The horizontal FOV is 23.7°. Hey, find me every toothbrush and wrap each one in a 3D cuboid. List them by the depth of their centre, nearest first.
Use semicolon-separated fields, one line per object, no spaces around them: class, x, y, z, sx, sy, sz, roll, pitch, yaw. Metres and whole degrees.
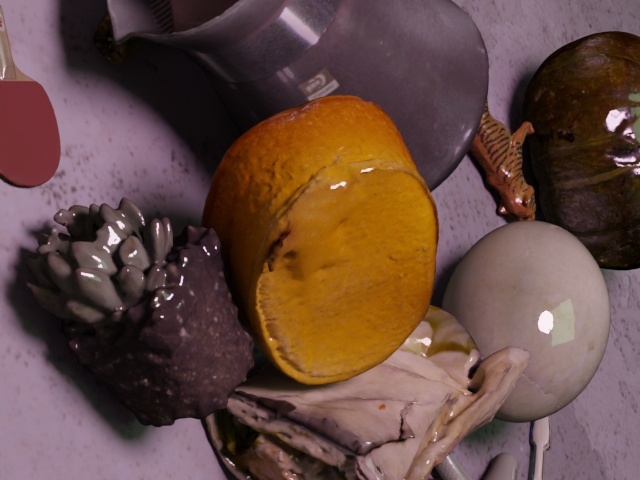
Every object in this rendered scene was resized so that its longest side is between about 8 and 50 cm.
toothbrush;0.248;0.327;1.759;0.028;0.026;0.294;58;33;-45

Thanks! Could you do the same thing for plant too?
plant;-0.142;0.052;1.243;0.194;0.132;0.129;58;37;-28

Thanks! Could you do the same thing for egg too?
egg;0.226;0.089;1.692;0.186;0.187;0.253;47;45;-32

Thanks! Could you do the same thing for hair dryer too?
hair dryer;0.155;0.239;1.666;0.199;0.067;0.167;57;25;3

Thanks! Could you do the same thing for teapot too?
teapot;0.002;-0.199;1.387;0.344;0.300;0.253;38;11;-50

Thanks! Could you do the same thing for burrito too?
burrito;0.055;0.166;1.457;0.332;0.190;0.135;-26;127;-54

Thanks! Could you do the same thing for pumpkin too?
pumpkin;0.388;-0.145;1.965;0.232;0.242;0.325;56;31;-48

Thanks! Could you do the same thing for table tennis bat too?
table tennis bat;-0.257;-0.120;1.266;0.087;0.013;0.156;-8;84;-53

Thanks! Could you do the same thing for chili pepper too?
chili pepper;-0.146;-0.221;1.440;0.052;0.050;0.202;37;35;13

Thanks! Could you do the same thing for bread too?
bread;0.000;0.000;1.317;0.142;0.195;0.269;55;-22;41

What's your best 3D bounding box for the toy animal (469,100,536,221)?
toy animal;0.214;-0.132;1.890;0.241;0.057;0.099;57;37;-22

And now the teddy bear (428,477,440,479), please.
teddy bear;0.094;0.315;1.463;0.190;0.140;0.177;-24;98;-47
